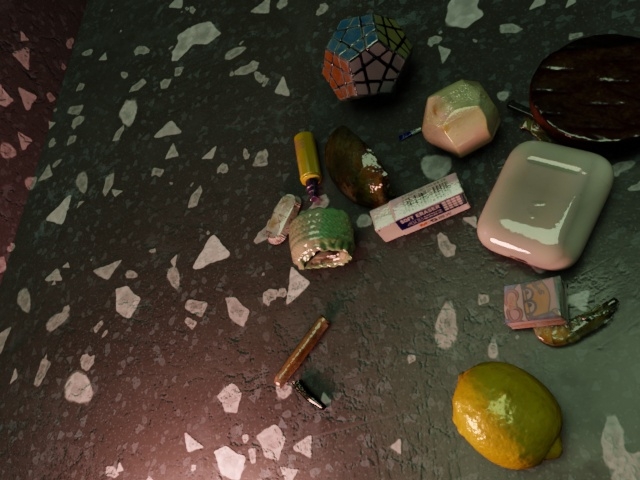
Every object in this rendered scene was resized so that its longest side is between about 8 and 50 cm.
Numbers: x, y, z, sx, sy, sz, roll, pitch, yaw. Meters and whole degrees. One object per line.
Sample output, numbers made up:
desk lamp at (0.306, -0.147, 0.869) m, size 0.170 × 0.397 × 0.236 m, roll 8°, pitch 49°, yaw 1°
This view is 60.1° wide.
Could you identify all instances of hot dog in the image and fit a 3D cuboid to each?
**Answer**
hot dog at (-0.133, -0.075, 1.954) m, size 0.099 × 0.053 × 0.192 m, roll 15°, pitch 79°, yaw 32°

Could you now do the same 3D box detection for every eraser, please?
eraser at (0.303, -0.099, 1.696) m, size 0.287 × 0.130 × 0.086 m, roll -23°, pitch 64°, yaw 15°

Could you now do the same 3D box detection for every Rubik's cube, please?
Rubik's cube at (0.161, -0.620, 1.909) m, size 0.319 × 0.264 × 0.319 m, roll -11°, pitch 65°, yaw 23°

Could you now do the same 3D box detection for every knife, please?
knife at (0.679, -0.380, 1.656) m, size 0.245 × 0.019 × 0.072 m, roll 33°, pitch 81°, yaw 29°

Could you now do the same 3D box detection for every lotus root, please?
lotus root at (0.109, -0.234, 1.833) m, size 0.142 × 0.210 × 0.314 m, roll -34°, pitch 44°, yaw -3°

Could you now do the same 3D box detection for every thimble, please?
thimble at (0.000, 0.000, 1.761) m, size 0.219 × 0.219 × 0.150 m, roll -15°, pitch 63°, yaw 21°

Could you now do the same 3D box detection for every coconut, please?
coconut at (0.423, -0.370, 1.704) m, size 0.241 × 0.241 × 0.241 m, roll -11°, pitch 65°, yaw 23°

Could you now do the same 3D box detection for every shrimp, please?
shrimp at (0.655, 0.183, 1.443) m, size 0.217 × 0.051 × 0.150 m, roll -31°, pitch 51°, yaw 17°

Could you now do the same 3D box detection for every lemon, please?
lemon at (0.450, 0.420, 1.338) m, size 0.288 × 0.233 × 0.233 m, roll 39°, pitch 89°, yaw 26°

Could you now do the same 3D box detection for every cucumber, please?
cucumber at (-0.037, 0.470, 1.680) m, size 0.034 × 0.033 × 0.135 m, roll -50°, pitch 56°, yaw 3°

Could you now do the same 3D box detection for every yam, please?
yam at (-0.060, 0.349, 1.737) m, size 0.046 × 0.046 × 0.264 m, roll 35°, pitch 86°, yaw 34°

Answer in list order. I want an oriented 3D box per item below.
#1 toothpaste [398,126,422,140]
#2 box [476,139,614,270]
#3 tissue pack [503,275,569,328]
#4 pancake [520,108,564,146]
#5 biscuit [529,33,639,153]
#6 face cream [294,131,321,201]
toothpaste at (0.304, -0.362, 1.876) m, size 0.083 × 0.015 × 0.024 m, roll -20°, pitch 54°, yaw 24°
box at (0.616, -0.102, 1.529) m, size 0.289 × 0.141 × 0.349 m, roll 22°, pitch 81°, yaw 34°
tissue pack at (0.568, 0.166, 1.459) m, size 0.155 × 0.065 × 0.115 m, roll -17°, pitch 52°, yaw 41°
pancake at (0.716, -0.337, 1.646) m, size 0.212 × 0.029 × 0.235 m, roll -30°, pitch 60°, yaw 12°
biscuit at (0.809, -0.416, 1.573) m, size 0.407 × 0.091 × 0.407 m, roll -8°, pitch 59°, yaw 13°
face cream at (-0.040, -0.259, 1.968) m, size 0.078 × 0.078 × 0.273 m, roll -20°, pitch 61°, yaw 19°
